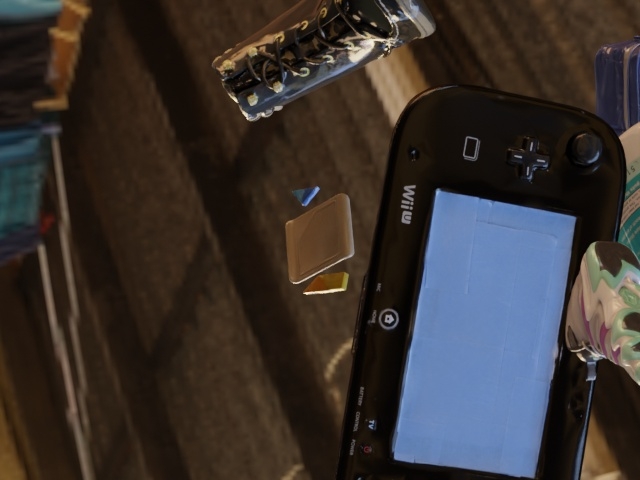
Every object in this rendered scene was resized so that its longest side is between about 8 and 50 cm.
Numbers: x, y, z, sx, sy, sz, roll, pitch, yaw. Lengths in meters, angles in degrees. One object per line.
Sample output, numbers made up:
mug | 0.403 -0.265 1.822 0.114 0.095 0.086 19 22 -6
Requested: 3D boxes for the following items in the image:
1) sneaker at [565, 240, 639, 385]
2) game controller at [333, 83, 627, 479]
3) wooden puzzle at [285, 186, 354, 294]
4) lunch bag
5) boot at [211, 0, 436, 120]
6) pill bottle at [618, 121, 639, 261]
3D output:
sneaker | 0.155 0.056 0.790 0.098 0.038 0.069 -99 -158 -46
game controller | 0.104 0.062 0.979 0.067 0.166 0.319 -178 -82 -67
wooden puzzle | 0.000 0.000 1.366 0.078 0.014 0.116 -19 -122 36
lunch bag | 0.272 -0.125 1.236 0.065 0.067 0.098 17 -65 58
boot | -0.001 -0.168 1.270 0.085 0.178 0.236 59 1 -5
pill bottle | 0.313 0.034 1.120 0.146 0.146 0.264 119 -38 -50
